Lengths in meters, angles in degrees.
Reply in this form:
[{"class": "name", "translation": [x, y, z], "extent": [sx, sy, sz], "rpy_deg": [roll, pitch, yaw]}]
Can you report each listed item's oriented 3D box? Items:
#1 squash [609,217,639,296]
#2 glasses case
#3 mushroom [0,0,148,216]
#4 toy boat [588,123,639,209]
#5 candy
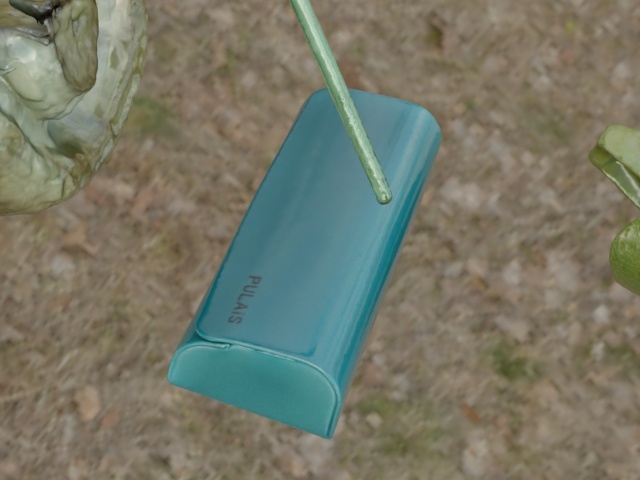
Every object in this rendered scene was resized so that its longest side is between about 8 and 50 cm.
[{"class": "squash", "translation": [0.482, 0.019, 1.821], "extent": [0.189, 0.189, 0.260], "rpy_deg": [-14, 31, -42]}, {"class": "glasses case", "translation": [-0.002, -0.001, 1.134], "extent": [0.117, 0.070, 0.301], "rpy_deg": [18, 42, 4]}, {"class": "mushroom", "translation": [-0.231, -0.105, 1.081], "extent": [0.189, 0.164, 0.267], "rpy_deg": [2, 26, 11]}, {"class": "toy boat", "translation": [0.335, 0.001, 1.297], "extent": [0.084, 0.111, 0.276], "rpy_deg": [-41, 83, -5]}, {"class": "candy", "translation": [-0.025, -0.170, 0.973], "extent": [0.092, 0.093, 0.335], "rpy_deg": [-42, 115, -50]}]
